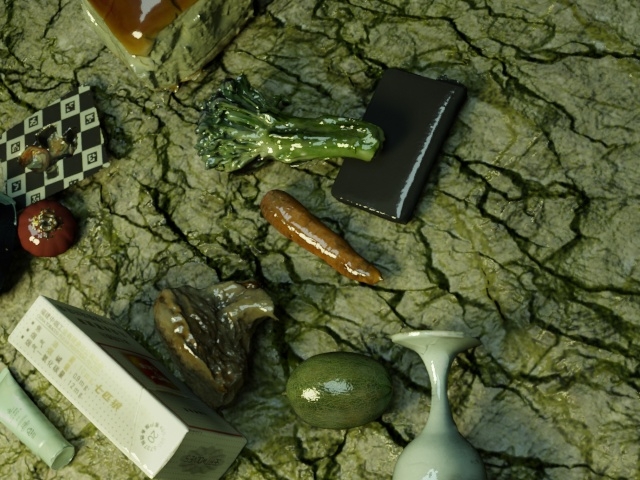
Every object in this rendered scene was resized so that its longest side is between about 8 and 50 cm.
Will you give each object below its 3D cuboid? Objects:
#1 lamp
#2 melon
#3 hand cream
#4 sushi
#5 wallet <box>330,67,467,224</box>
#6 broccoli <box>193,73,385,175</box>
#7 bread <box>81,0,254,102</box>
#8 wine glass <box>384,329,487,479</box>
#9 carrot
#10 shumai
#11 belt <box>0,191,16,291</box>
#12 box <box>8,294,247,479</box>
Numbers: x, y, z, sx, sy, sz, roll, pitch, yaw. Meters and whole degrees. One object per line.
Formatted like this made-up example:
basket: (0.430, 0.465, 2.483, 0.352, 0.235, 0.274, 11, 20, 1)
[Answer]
lamp: (-0.465, -0.020, 1.750, 0.101, 0.090, 0.101, 6, 71, -19)
melon: (0.023, 0.217, 1.499, 0.168, 0.114, 0.114, -6, 73, 18)
hand cream: (-0.483, 0.297, 1.691, 0.205, 0.050, 0.078, 36, 91, 29)
sushi: (-0.464, -0.153, 1.815, 0.210, 0.040, 0.192, -26, 61, 13)
wallet: (0.122, -0.155, 1.609, 0.149, 0.044, 0.250, 20, 83, 27)
broccoli: (-0.046, -0.169, 1.616, 0.304, 0.145, 0.164, 9, 79, 20)
bread: (-0.262, -0.423, 1.719, 0.279, 0.225, 0.250, -41, 67, 0)
wine glass: (0.161, 0.280, 1.420, 0.144, 0.143, 0.321, -5, 76, 18)
carrot: (0.000, 0.000, 1.600, 0.248, 0.059, 0.059, 37, 89, 22)
shumai: (-0.146, 0.141, 1.577, 0.176, 0.166, 0.205, -27, 78, -18)
belt: (-0.578, 0.011, 1.757, 0.151, 0.078, 0.198, 12, 91, 55)
box: (-0.287, 0.228, 1.551, 0.330, 0.210, 0.095, 38, 91, 25)
